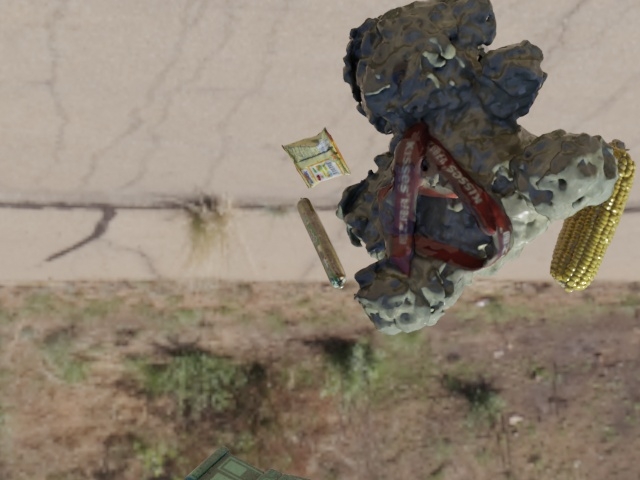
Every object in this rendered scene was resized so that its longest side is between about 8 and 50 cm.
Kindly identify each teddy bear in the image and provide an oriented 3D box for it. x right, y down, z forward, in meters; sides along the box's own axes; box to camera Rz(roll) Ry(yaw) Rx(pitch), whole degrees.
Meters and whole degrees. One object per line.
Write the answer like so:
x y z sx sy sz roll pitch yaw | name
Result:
0.134 -0.121 1.148 0.357 0.367 0.224 -39 171 31 | teddy bear

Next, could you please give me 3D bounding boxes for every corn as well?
0.405 -0.036 1.406 0.080 0.238 0.080 20 180 0 | corn

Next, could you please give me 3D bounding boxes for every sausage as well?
0.000 0.000 1.701 0.033 0.269 0.033 -10 129 -12 | sausage

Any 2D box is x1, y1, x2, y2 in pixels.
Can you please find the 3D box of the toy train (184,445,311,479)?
-0.151 0.417 1.268 0.178 0.138 0.330 23 -147 25 | toy train

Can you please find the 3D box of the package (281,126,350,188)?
-0.007 -0.160 1.864 0.120 0.031 0.108 -17 114 35 | package

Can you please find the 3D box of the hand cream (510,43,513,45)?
0.319 -0.287 1.677 0.122 0.036 0.023 -57 170 23 | hand cream

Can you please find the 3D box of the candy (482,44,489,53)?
0.314 -0.365 2.163 0.137 0.195 0.185 4 175 21 | candy
